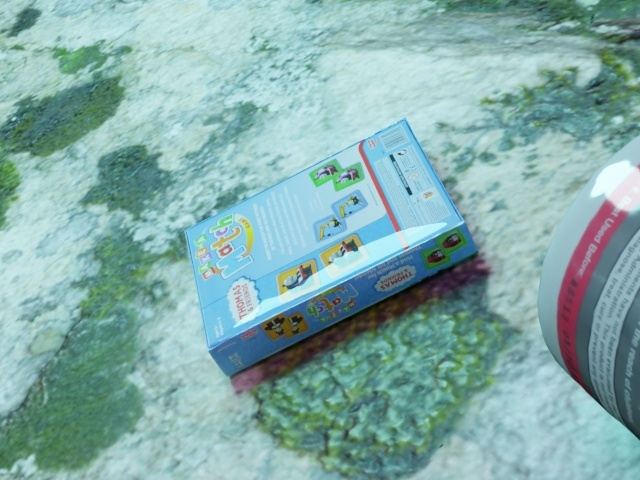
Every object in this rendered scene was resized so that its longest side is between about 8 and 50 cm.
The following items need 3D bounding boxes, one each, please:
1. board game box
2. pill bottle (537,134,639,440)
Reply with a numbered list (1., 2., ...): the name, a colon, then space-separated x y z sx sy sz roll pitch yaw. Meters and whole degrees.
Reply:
1. board game box: 0.000 0.000 0.845 0.212 0.039 0.160 -26 37 5
2. pill bottle: 0.257 0.075 0.478 0.176 0.176 0.318 -35 37 -6
